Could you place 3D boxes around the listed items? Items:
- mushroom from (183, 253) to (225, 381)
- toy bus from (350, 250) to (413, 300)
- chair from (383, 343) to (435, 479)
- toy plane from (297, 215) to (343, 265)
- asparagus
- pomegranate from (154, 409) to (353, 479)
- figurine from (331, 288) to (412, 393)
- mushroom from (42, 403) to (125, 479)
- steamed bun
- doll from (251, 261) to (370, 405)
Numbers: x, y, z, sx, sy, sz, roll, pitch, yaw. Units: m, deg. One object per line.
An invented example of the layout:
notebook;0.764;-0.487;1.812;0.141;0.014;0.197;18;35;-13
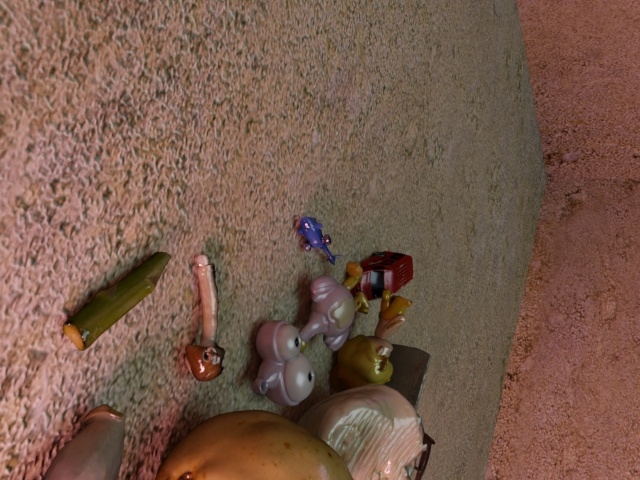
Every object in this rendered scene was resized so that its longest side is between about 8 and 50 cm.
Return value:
mushroom;-0.176;0.116;0.964;0.060;0.061;0.187;31;54;-72
toy bus;0.137;0.084;1.464;0.195;0.089;0.081;-25;115;-57
chair;0.174;0.427;1.517;0.186;0.160;0.319;48;53;-45
toy plane;0.000;0.000;1.258;0.167;0.054;0.062;55;22;-48
asparagus;-0.253;0.071;0.823;0.045;0.041;0.178;41;42;1
pomegranate;-0.087;0.394;0.913;0.319;0.319;0.319;-13;105;-59
figurine;0.117;0.231;1.391;0.246;0.131;0.156;-62;-173;-9
mushroom;-0.296;0.340;0.688;0.109;0.097;0.351;116;-6;-52
steamed bun;0.047;0.409;1.259;0.280;0.207;0.268;2;92;-34
doll;-0.020;0.172;1.196;0.365;0.094;0.160;-43;127;-51
